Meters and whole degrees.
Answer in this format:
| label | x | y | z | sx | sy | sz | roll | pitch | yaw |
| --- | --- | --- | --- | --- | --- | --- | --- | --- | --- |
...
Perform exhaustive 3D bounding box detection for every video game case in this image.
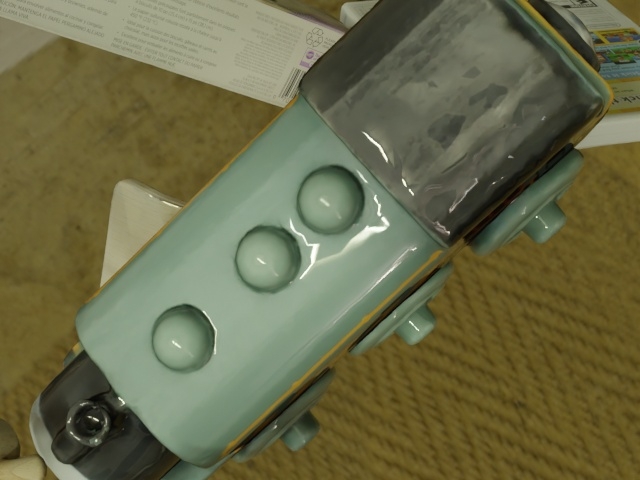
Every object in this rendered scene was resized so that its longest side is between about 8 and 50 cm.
| label | x | y | z | sx | sy | sz | roll | pitch | yaw |
| --- | --- | --- | --- | --- | --- | --- | --- | --- | --- |
| video game case | 0.154 | -0.131 | 0.785 | 0.227 | 0.026 | 0.206 | -8 | 39 | -18 |

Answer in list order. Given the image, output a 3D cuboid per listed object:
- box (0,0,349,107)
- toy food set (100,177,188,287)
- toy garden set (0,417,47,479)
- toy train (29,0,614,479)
| label | x | y | z | sx | sy | sz | roll | pitch | yaw |
| --- | --- | --- | --- | --- | --- | --- | --- | --- | --- |
| box | -0.117 | -0.150 | 0.637 | 0.063 | 0.324 | 0.067 | 48 | 118 | 47 |
| toy food set | -0.034 | 0.001 | 0.807 | 0.092 | 0.220 | 0.306 | 40 | 44 | 26 |
| toy garden set | -0.129 | 0.162 | 0.446 | 0.244 | 0.049 | 0.204 | 28 | 110 | 12 |
| toy train | 0.000 | 0.000 | 0.517 | 0.334 | 0.190 | 0.142 | -42 | 81 | 9 |
